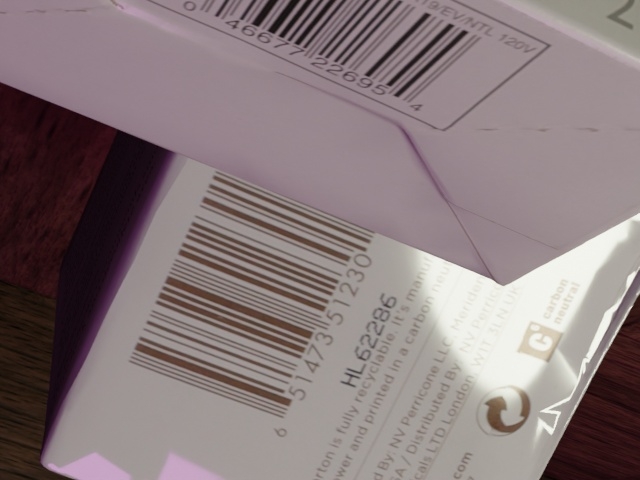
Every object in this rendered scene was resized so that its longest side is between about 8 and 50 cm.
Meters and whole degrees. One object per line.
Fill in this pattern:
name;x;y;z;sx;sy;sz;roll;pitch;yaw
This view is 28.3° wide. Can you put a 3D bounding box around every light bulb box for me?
light bulb box;0.020;-0.225;0.583;0.358;0.361;0.225;22;156;-15

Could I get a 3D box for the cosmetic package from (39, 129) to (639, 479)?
cosmetic package;0.000;0.000;0.979;0.328;0.329;0.393;21;-166;-16
